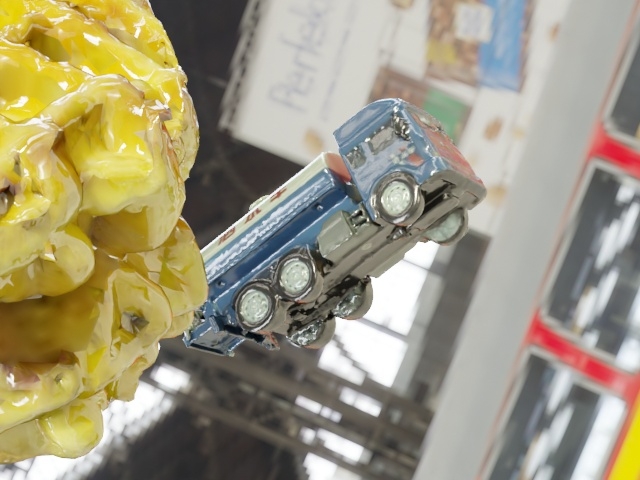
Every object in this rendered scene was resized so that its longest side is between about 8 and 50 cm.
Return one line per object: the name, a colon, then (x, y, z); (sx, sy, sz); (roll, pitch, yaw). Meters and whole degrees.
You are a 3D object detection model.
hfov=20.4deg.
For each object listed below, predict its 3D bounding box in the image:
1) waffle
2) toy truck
waffle: (-0.182, -0.033, 0.696); (0.324, 0.261, 0.151); (-112, 17, -50)
toy truck: (0.000, 0.000, 1.070); (0.202, 0.088, 0.074); (-38, -31, 19)
